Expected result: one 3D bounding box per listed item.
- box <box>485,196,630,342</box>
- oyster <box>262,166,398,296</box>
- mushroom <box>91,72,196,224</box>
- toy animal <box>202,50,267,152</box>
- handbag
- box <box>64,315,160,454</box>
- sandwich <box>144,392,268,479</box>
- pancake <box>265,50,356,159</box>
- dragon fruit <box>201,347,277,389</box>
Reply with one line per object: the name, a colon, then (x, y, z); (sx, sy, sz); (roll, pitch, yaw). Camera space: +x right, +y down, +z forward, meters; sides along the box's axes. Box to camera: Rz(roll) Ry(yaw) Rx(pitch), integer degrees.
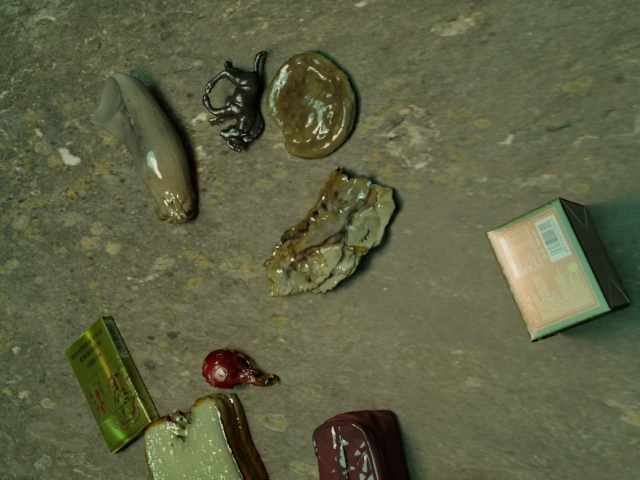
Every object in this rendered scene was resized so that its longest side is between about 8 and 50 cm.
box: (0.394, 0.050, 1.216); (0.148, 0.177, 0.195); (-28, 74, 27)
oyster: (0.000, 0.002, 1.511); (0.201, 0.107, 0.354); (49, 113, 27)
mushroom: (-0.412, -0.218, 1.765); (0.177, 0.126, 0.397); (-50, 65, 32)
toy animal: (-0.186, -0.321, 1.663); (0.148, 0.084, 0.233); (17, 91, 14)
handbag: (0.081, 0.448, 1.428); (0.146, 0.135, 0.225); (-17, 81, 35)
box: (-0.538, 0.369, 1.872); (0.173, 0.043, 0.311); (-40, 69, 24)
sandwich: (-0.276, 0.497, 1.673); (0.273, 0.095, 0.249); (-30, 73, 27)
pancake: (-0.025, -0.292, 1.570); (0.222, 0.042, 0.236); (-17, 79, 33)
dragon fruit: (-0.188, 0.293, 1.631); (0.190, 0.094, 0.094); (7, 92, 27)
